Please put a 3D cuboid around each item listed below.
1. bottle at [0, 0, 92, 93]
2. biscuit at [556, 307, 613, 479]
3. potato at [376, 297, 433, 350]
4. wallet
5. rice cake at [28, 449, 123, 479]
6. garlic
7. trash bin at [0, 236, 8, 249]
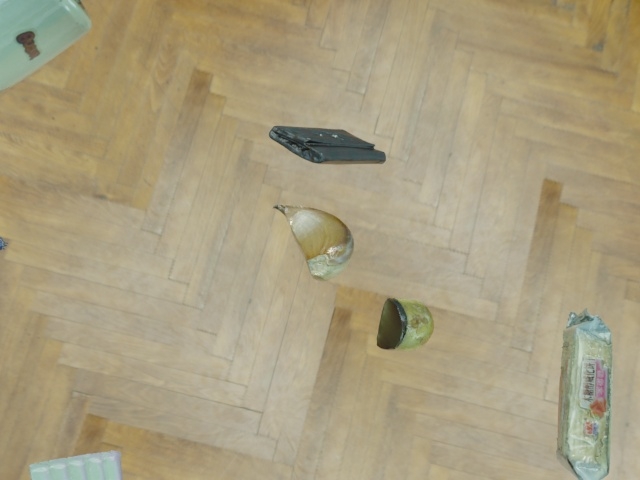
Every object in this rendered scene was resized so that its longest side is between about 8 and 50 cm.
[{"bbox_3d":[-0.436,-0.210,0.705,0.351,0.229,0.229,-35,81,0],"label":"bottle"},{"bbox_3d":[0.453,0.275,1.205,0.079,0.186,0.309,5,84,14],"label":"biscuit"},{"bbox_3d":[0.157,0.146,1.183,0.103,0.066,0.096,-3,116,-30],"label":"potato"},{"bbox_3d":[0.022,-0.215,1.578,0.182,0.229,0.049,34,117,38],"label":"wallet"},{"bbox_3d":[-0.467,0.519,1.383,0.189,0.037,0.198,-3,93,-31],"label":"rice cake"},{"bbox_3d":[-0.004,0.008,1.474,0.128,0.115,0.207,-20,46,-20],"label":"garlic"},{"bbox_3d":[-0.662,0.055,1.201,0.184,0.162,0.234,44,117,10],"label":"trash bin"}]
